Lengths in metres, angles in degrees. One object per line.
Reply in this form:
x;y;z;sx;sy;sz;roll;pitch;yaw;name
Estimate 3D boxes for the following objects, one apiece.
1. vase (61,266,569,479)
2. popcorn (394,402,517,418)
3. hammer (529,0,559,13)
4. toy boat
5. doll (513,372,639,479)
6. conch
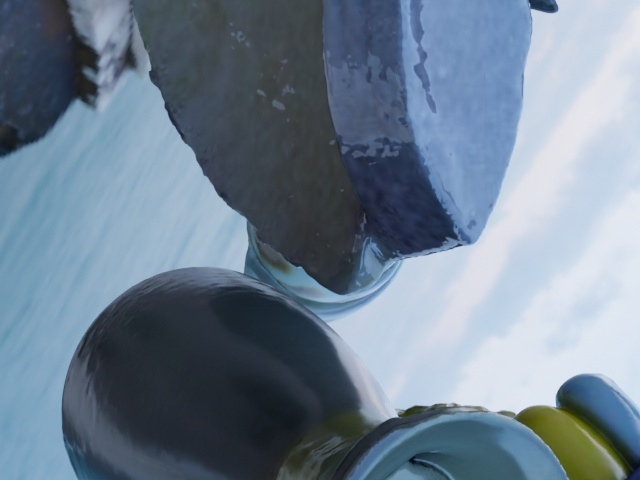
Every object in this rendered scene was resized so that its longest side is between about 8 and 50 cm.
-0.014;0.115;0.565;0.173;0.173;0.321;-62;-155;-8;vase
0.167;0.320;1.219;0.274;0.336;0.279;87;27;-50;popcorn
0.327;-0.269;0.822;0.044;0.440;0.168;64;24;-44;hammer
0.003;-0.106;0.665;0.111;0.276;0.294;-12;177;-41;toy boat
0.195;0.238;0.511;0.187;0.376;0.365;80;24;-64;doll
0.000;0.000;1.301;0.249;0.197;0.368;-59;174;-4;conch
